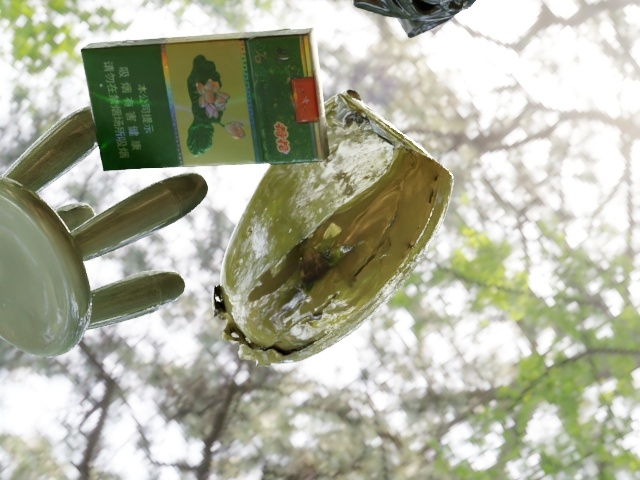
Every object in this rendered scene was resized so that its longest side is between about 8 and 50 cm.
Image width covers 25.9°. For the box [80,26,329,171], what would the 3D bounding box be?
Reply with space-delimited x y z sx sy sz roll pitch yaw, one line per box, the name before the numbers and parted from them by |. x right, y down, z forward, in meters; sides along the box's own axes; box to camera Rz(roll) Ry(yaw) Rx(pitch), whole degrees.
box | -0.114 -0.138 1.378 0.034 0.235 0.132 -61 -32 -64

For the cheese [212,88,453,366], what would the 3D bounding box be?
cheese | 0.000 0.000 1.543 0.128 0.316 0.259 36 -177 -32

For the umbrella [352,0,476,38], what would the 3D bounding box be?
umbrella | 0.045 -0.275 0.999 0.118 0.118 0.340 21 -146 -28

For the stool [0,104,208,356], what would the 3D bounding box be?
stool | -0.253 -0.009 1.441 0.195 0.195 0.198 34 -137 19
